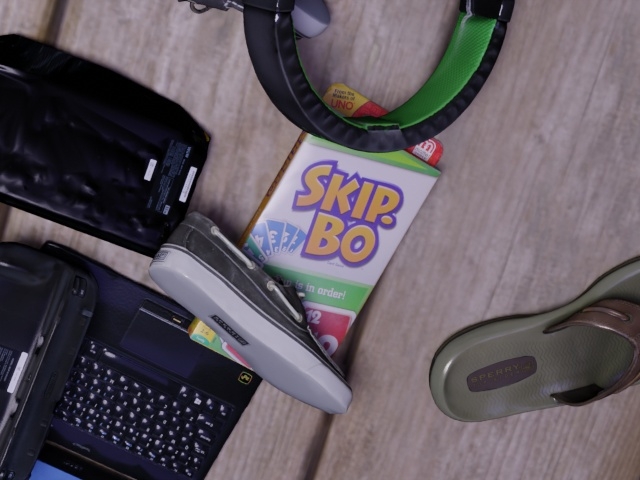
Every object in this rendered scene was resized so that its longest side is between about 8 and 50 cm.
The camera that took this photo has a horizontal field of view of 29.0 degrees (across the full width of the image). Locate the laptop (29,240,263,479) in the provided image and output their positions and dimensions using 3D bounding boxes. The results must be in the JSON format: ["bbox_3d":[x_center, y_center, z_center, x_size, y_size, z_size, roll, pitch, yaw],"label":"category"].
[{"bbox_3d":[-0.194,0.178,1.062,0.234,0.136,0.264,28,98,-15],"label":"laptop"}]

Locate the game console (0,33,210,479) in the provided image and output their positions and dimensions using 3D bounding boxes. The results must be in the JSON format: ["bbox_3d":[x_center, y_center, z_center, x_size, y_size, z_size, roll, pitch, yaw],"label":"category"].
[{"bbox_3d":[-0.243,0.024,1.015,0.213,0.044,0.361,22,82,-13],"label":"game console"}]

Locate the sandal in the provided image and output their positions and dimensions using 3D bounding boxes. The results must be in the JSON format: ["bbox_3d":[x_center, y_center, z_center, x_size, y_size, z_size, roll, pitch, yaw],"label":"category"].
[{"bbox_3d":[0.251,0.105,1.140,0.303,0.086,0.120,-21,107,-3],"label":"sandal"}]

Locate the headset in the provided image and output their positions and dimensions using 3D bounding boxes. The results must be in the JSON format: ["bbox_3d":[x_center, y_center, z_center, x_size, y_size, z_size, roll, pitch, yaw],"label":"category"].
[{"bbox_3d":[0.044,-0.272,0.976,0.243,0.185,0.394,-5,111,-37],"label":"headset"}]

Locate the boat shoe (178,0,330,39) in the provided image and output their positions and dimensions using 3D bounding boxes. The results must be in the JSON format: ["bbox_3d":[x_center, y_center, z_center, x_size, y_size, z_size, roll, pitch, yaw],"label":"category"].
[{"bbox_3d":[-0.099,-0.227,1.008,0.228,0.080,0.076,33,120,-20],"label":"boat shoe"}]

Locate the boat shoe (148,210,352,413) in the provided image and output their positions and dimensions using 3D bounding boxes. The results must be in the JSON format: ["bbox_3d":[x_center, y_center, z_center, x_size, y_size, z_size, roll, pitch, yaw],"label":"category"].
[{"bbox_3d":[-0.043,0.063,1.038,0.219,0.078,0.070,44,62,-23],"label":"boat shoe"}]

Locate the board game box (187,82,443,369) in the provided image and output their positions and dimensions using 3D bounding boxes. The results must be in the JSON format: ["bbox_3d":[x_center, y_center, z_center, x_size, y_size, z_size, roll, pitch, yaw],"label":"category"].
[{"bbox_3d":[0.000,0.000,1.093,0.124,0.039,0.259,29,91,-15],"label":"board game box"}]
